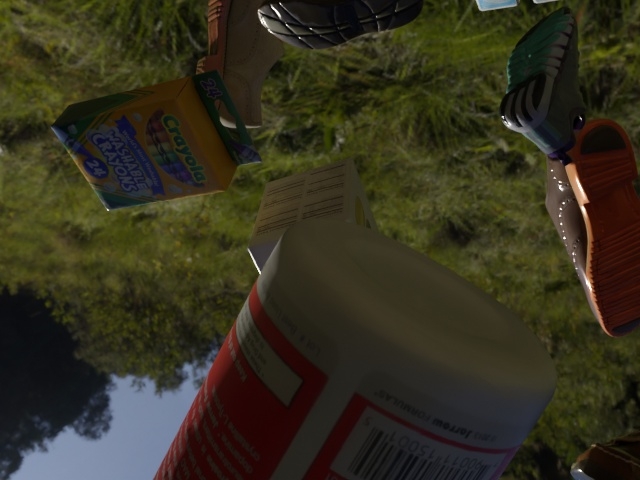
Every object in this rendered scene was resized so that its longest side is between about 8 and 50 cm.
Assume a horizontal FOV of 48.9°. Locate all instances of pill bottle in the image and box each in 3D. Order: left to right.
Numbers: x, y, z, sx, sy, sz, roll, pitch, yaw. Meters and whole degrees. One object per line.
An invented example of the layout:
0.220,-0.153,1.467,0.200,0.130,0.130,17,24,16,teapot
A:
-0.014,0.206,0.567,0.229,0.407,0.229,27,-165,-8,pill bottle

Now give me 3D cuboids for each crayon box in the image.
-0.296,-0.174,1.282,0.323,0.203,0.083,-8,-141,22,crayon box

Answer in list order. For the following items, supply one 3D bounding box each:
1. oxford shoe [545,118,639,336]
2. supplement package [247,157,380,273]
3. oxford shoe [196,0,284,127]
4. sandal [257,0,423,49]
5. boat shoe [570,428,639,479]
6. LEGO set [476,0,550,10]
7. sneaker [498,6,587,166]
0.446,-0.022,1.134,0.130,0.363,0.133,-18,-165,-12,oxford shoe
0.000,0.000,1.397,0.198,0.199,0.262,-16,-151,13,supplement package
-0.136,-0.405,1.318,0.147,0.396,0.140,9,-165,-19,oxford shoe
0.026,-0.311,0.926,0.220,0.090,0.060,-8,-125,21,sandal
0.419,0.283,0.888,0.123,0.324,0.119,21,-96,44,boat shoe
0.213,-0.338,0.721,0.183,0.244,0.060,3,-125,34,LEGO set
0.277,-0.184,0.839,0.083,0.098,0.223,-25,-150,49,sneaker
